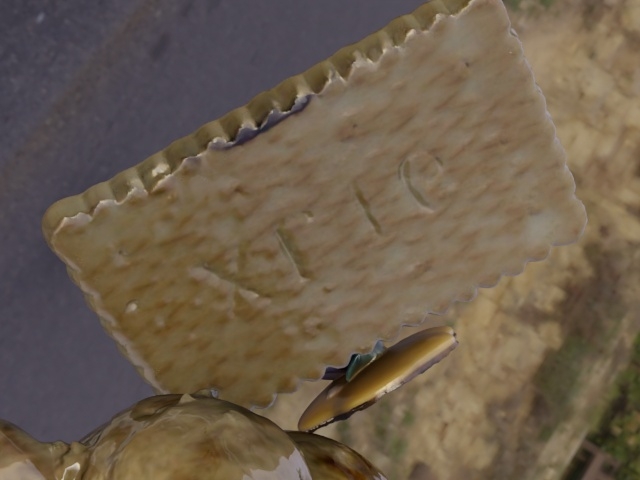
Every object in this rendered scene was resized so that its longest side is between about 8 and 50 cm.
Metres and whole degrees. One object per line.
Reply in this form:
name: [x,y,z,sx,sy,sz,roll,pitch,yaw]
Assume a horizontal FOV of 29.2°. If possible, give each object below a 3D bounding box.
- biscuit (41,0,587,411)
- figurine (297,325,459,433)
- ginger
biscuit: [0.005,-0.013,0.805,0.325,0.217,0.044,-29,-147,1]
figurine: [-0.001,0.001,0.996,0.181,0.257,0.208,-31,180,-42]
ginger: [-0.061,0.180,0.727,0.375,0.256,0.176,17,74,-49]
